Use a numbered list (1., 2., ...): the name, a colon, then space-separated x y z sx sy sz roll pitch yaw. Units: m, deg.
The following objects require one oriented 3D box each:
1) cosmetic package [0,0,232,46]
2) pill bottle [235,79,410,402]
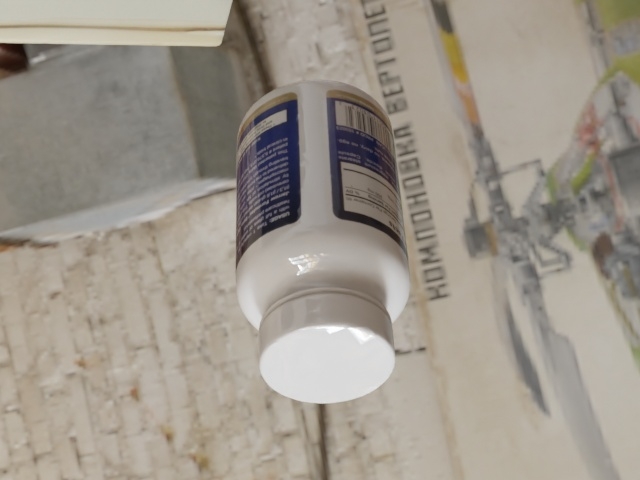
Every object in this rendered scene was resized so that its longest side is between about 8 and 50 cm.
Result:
1. cosmetic package: -0.212 -0.201 0.704 0.160 0.309 0.113 52 136 41
2. pill bottle: 0.000 0.000 0.650 0.094 0.094 0.169 59 -159 -45
